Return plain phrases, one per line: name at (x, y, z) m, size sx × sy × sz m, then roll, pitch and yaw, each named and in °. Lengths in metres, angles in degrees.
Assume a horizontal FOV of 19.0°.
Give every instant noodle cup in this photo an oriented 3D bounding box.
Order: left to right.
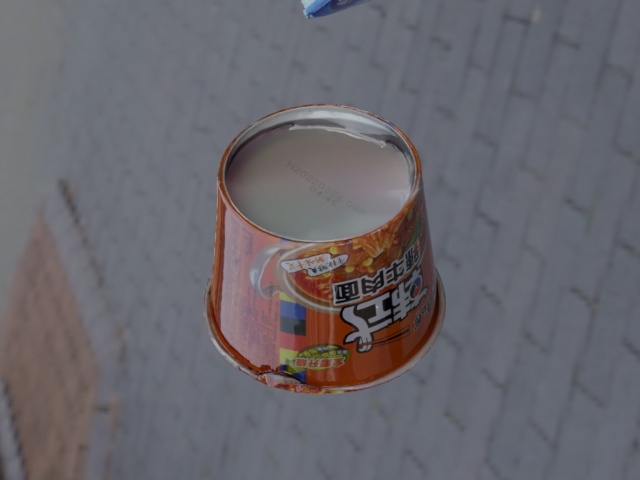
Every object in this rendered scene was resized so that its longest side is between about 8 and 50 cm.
instant noodle cup at (0.000, 0.000, 1.880) m, size 0.192 × 0.250 × 0.250 m, roll 87°, pitch 179°, yaw -47°

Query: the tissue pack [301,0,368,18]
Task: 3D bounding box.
tissue pack at (0.092, -0.378, 2.091) m, size 0.263 × 0.198 × 0.146 m, roll -33°, pitch 84°, yaw 51°
